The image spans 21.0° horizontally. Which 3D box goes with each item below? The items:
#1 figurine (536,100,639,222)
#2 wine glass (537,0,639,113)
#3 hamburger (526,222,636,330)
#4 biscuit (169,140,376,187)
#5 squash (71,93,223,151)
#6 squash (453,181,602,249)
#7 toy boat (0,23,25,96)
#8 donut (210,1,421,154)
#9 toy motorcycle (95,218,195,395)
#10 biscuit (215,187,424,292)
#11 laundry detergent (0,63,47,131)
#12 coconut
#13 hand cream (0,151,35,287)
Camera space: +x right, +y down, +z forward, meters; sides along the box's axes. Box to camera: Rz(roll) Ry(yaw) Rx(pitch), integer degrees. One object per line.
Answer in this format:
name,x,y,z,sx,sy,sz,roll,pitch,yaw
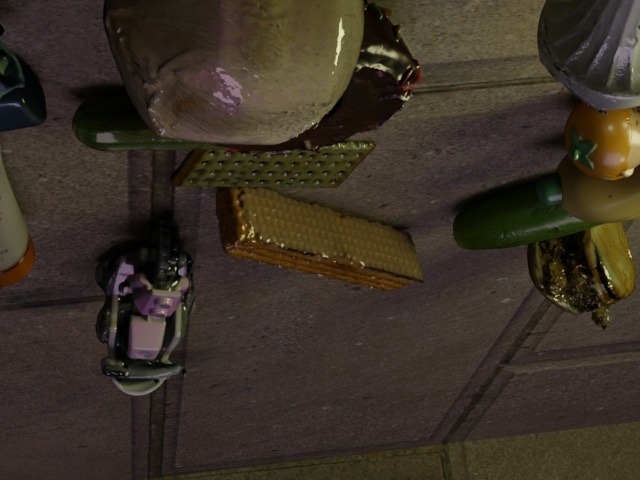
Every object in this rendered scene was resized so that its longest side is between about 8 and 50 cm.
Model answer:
figurine,0.394,-0.123,2.124,0.222,0.124,0.324,3,155,-22
wine glass,0.303,-0.239,1.690,0.165,0.165,0.196,-7,157,-4
hamburger,0.384,0.045,2.515,0.131,0.185,0.159,-24,171,30
biscuit,-0.060,-0.095,2.162,0.231,0.016,0.139,0,158,-23
squash,-0.167,-0.131,1.932,0.229,0.066,0.066,0,159,-23
squash,0.312,-0.043,2.366,0.292,0.082,0.082,-16,160,22
toy boat,-0.328,-0.214,1.539,0.133,0.145,0.332,-35,163,-8
donut,-0.029,-0.175,1.812,0.270,0.103,0.269,-7,164,-2
toy motorcycle,-0.238,0.102,2.385,0.143,0.188,0.327,5,158,-16
biscuit,0.000,0.000,2.343,0.054,0.094,0.379,-29,154,33
laundry detergent,-0.400,-0.136,1.831,0.206,0.061,0.096,-11,169,10
coconut,-0.091,-0.193,1.560,0.230,0.227,0.227,0,159,-26
hand cream,-0.414,-0.045,2.070,0.140,0.089,0.314,-12,153,3
